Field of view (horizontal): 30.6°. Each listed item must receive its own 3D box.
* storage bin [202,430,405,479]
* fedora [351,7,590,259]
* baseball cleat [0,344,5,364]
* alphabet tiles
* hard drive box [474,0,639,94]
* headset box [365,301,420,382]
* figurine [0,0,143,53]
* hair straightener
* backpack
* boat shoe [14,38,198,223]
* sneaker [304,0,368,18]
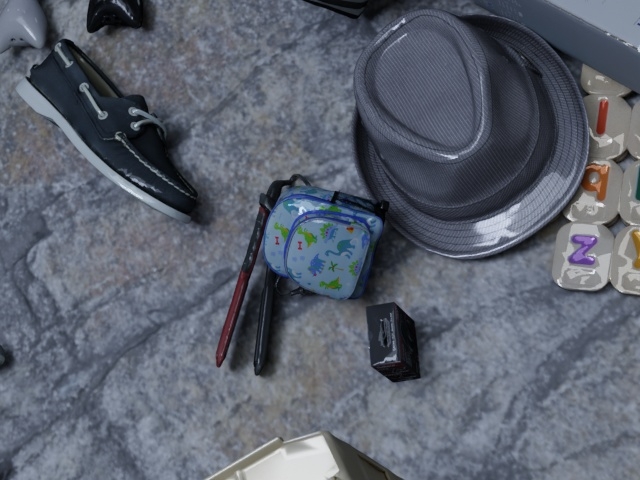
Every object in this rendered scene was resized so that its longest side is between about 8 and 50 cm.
[{"bbox_3d":[-0.047,0.295,1.028,0.260,0.262,0.123,-31,62,7],"label":"storage bin"},{"bbox_3d":[0.128,-0.130,1.178,0.244,0.124,0.275,-31,60,15],"label":"fedora"},{"bbox_3d":[-0.454,0.109,1.342,0.206,0.072,0.109,-6,63,13],"label":"baseball cleat"},{"bbox_3d":[0.332,-0.075,1.161,0.284,0.021,0.277,5,73,21],"label":"alphabet tiles"},{"bbox_3d":[0.293,-0.279,1.193,0.232,0.089,0.181,38,80,30],"label":"hard drive box"},{"bbox_3d":[0.071,0.100,1.154,0.032,0.083,0.062,-11,67,16],"label":"headset box"},{"bbox_3d":[-0.316,-0.336,1.447,0.215,0.092,0.209,-10,72,17],"label":"figurine"},{"bbox_3d":[-0.042,0.035,1.249,0.089,0.047,0.230,15,70,-3],"label":"hair straightener"},{"bbox_3d":[0.000,0.000,1.182,0.114,0.084,0.105,17,110,2],"label":"backpack"},{"bbox_3d":[-0.233,-0.130,1.326,0.302,0.114,0.091,39,93,26],"label":"boat shoe"},{"bbox_3d":[0.102,-0.403,1.277,0.447,0.257,0.169,-40,91,-33],"label":"sneaker"}]
